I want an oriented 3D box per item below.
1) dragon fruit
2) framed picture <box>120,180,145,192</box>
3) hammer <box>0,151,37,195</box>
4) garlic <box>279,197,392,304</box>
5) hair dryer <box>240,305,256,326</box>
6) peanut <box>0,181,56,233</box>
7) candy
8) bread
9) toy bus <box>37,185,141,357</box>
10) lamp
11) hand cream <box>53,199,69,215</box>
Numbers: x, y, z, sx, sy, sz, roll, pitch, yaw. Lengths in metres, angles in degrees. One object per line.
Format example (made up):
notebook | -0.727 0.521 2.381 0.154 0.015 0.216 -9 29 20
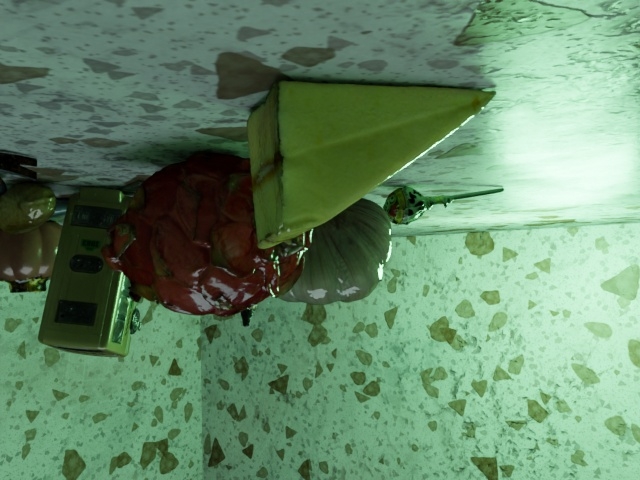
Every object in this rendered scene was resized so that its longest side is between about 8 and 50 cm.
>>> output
dragon fruit | -0.171 -0.007 0.930 0.342 0.277 0.277 -6 175 34
framed picture | -0.340 -0.112 1.241 0.149 0.011 0.109 2 175 -39
hammer | -0.552 -0.108 0.966 0.137 0.037 0.290 2 175 -25
garlic | 0.005 0.014 1.278 0.322 0.322 0.241 -4 150 37
hair dryer | -0.215 0.069 1.612 0.189 0.344 0.107 -1 163 9
peanut | -0.611 -0.068 1.191 0.108 0.095 0.226 -19 -175 -39
candy | 0.297 -0.095 1.367 0.305 0.083 0.091 -9 142 -14
bread | 0.056 -0.079 0.653 0.264 0.163 0.167 -1 176 -13
toy bus | -0.483 0.065 1.264 0.177 0.365 0.202 5 165 -2
lamp | -0.947 0.052 1.850 0.305 0.239 0.305 -2 177 0
hand cream | -0.694 -0.070 1.377 0.312 0.070 0.111 -4 176 -30
